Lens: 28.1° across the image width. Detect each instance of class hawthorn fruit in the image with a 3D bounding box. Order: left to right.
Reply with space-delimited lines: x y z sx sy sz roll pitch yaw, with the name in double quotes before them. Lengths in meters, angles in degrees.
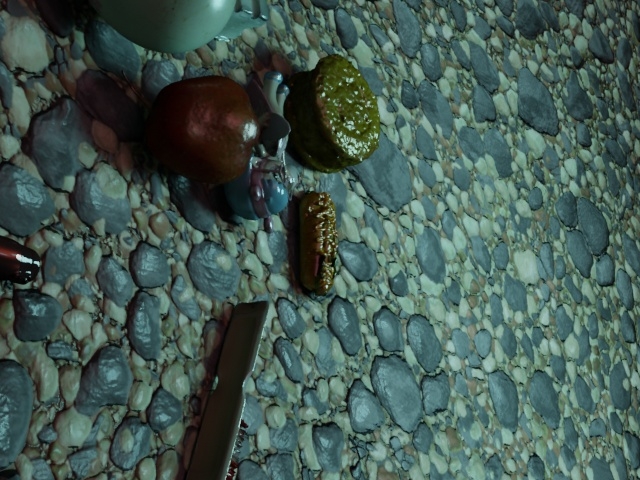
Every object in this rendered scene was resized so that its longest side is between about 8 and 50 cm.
"hawthorn fruit" -0.192 -0.165 1.823 0.203 0.162 0.162 10 68 -33

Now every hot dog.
"hot dog" 0.000 0.000 2.073 0.072 0.055 0.188 21 61 -45

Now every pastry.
"pastry" 0.017 -0.209 2.139 0.189 0.103 0.188 25 56 -45

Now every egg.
"egg" -0.249 -0.437 1.779 0.230 0.230 0.371 -27 92 -54

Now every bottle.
"bottle" -0.409 0.014 1.526 0.164 0.060 0.060 21 60 -48

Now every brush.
"brush" -0.124 0.228 1.818 0.050 0.060 0.321 54 39 -44

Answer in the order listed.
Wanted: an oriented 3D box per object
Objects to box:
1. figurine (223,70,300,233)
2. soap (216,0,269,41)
"figurine" -0.088 -0.134 1.997 0.205 0.103 0.260 84 9 -59
"soap" -0.171 -0.455 2.010 0.150 0.094 0.261 8 71 -46
